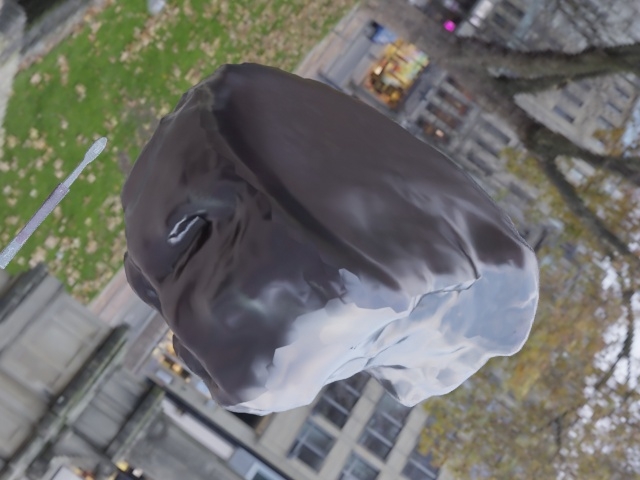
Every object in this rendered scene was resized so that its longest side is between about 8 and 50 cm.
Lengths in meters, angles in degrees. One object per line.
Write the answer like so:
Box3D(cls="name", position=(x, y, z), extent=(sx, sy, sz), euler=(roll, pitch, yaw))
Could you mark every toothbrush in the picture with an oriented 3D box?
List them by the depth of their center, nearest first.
Box3D(cls="toothbrush", position=(-0.310, -0.047, 1.129), extent=(0.017, 0.014, 0.194), euler=(-1, -130, 57))

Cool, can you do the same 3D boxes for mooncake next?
Box3D(cls="mooncake", position=(0.000, 0.000, 0.895), extent=(0.212, 0.381, 0.351), euler=(-48, -131, 27))
